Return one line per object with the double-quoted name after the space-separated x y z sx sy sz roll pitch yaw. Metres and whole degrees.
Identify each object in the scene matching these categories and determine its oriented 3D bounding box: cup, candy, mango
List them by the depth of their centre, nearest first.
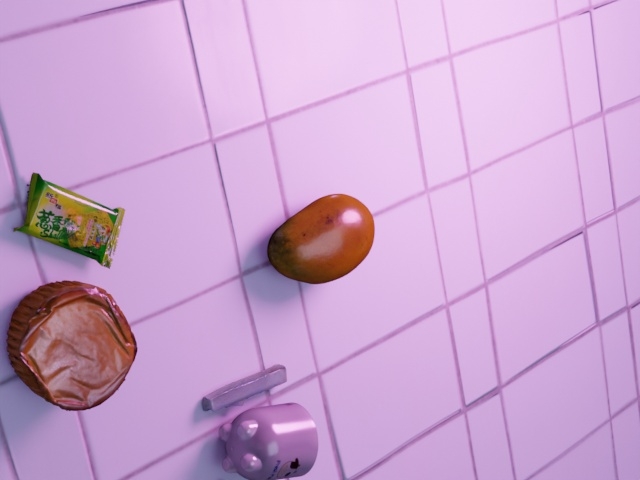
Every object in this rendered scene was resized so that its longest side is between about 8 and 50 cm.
-0.390 -0.031 1.839 0.178 0.032 0.102 25 78 -41 "candy"
-0.111 0.371 2.093 0.142 0.173 0.134 -1 64 -40 "cup"
0.003 0.004 2.139 0.221 0.120 0.151 -34 113 -27 "mango"

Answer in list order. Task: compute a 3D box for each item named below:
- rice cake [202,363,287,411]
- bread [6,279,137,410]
-0.134 0.269 2.106 0.180 0.030 0.042 -19 111 -38 "rice cake"
-0.390 0.160 1.817 0.199 0.104 0.199 -5 98 -37 "bread"
